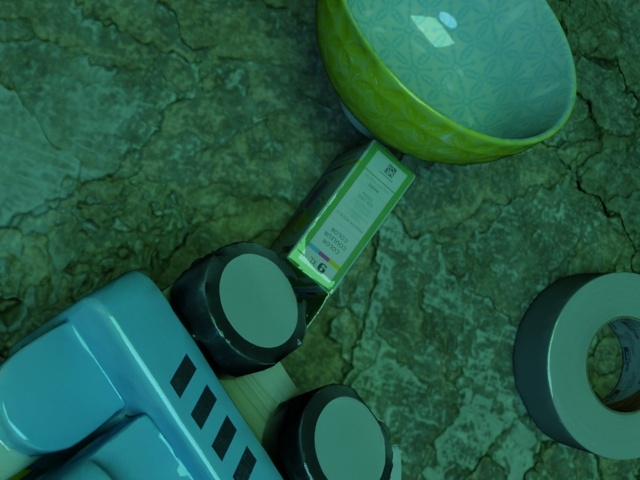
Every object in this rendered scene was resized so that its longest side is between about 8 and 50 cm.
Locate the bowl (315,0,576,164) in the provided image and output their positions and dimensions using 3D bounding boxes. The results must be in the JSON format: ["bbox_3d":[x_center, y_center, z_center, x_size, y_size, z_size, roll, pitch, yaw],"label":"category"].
[{"bbox_3d":[0.103,-0.185,0.786,0.290,0.156,0.289,15,57,-24],"label":"bowl"}]

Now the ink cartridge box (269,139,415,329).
[{"bbox_3d":[0.000,0.000,0.780,0.062,0.109,0.209,39,76,-13],"label":"ink cartridge box"}]

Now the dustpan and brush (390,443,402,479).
[{"bbox_3d":[0.015,0.326,0.798,0.147,0.060,0.211,2,79,-18],"label":"dustpan and brush"}]

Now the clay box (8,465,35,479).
[{"bbox_3d":[-0.286,0.248,0.640,0.222,0.053,0.127,31,75,-47],"label":"clay box"}]

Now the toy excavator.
[{"bbox_3d":[-0.210,0.151,0.539,0.432,0.222,0.445,57,41,-5],"label":"toy excavator"}]

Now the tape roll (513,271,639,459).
[{"bbox_3d":[0.345,0.148,0.910,0.219,0.072,0.219,1,86,-18],"label":"tape roll"}]
